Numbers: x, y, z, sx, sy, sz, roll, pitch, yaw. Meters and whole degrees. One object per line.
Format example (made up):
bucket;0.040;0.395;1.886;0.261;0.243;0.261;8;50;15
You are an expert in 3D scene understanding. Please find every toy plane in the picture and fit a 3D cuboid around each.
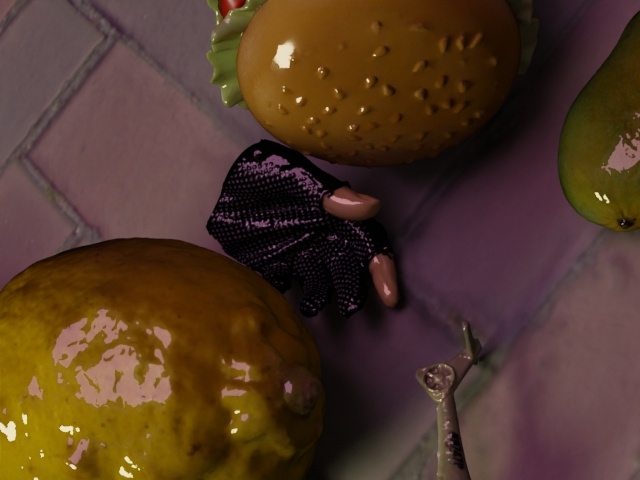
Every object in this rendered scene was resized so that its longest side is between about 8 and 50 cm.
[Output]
toy plane;0.101;0.201;1.315;0.108;0.092;0.286;-12;58;10

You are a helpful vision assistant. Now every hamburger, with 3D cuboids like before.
hamburger;0.041;-0.176;1.433;0.274;0.274;0.212;-28;53;25

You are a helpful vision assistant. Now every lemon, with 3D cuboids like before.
lemon;-0.140;0.131;1.426;0.316;0.285;0.285;29;86;28

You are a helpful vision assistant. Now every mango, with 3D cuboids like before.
mango;0.251;-0.096;1.350;0.122;0.085;0.191;25;85;47

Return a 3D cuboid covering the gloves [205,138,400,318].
gloves;0.000;0.002;1.510;0.180;0.106;0.129;37;100;15
